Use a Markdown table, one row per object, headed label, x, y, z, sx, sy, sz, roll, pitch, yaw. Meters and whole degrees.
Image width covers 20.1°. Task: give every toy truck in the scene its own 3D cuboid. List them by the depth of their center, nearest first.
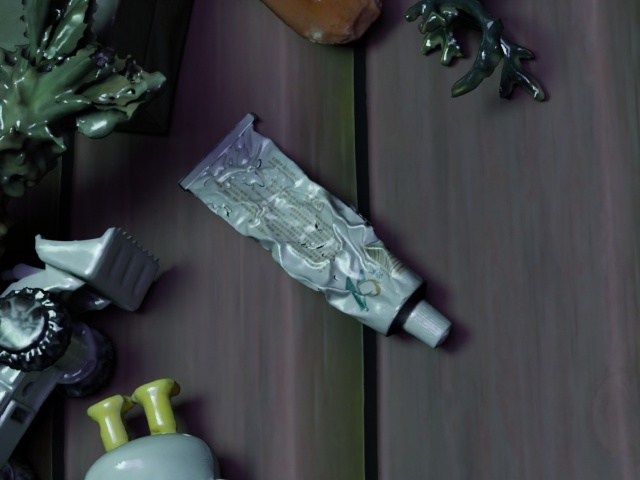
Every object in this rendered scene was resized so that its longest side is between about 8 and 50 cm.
| label | x | y | z | sx | sy | sz | roll | pitch | yaw |
| --- | --- | --- | --- | --- | --- | --- | --- | --- | --- |
| toy truck | -0.241 | 0.104 | 1.366 | 0.111 | 0.136 | 0.286 | 31 | 83 | 21 |

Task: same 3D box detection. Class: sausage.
| label | x | y | z | sx | sy | sz | roll | pitch | yaw |
| --- | --- | --- | --- | --- | --- | --- | --- | --- | --- |
| sausage | -0.033 | -0.223 | 1.436 | 0.194 | 0.077 | 0.077 | 39 | 87 | 22 |

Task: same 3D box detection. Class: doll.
| label | x | y | z | sx | sy | sz | roll | pitch | yaw |
| --- | --- | --- | --- | --- | --- | --- | --- | --- | --- |
| doll | -0.105 | 0.245 | 1.307 | 0.138 | 0.119 | 0.293 | -24 | 64 | 16 |

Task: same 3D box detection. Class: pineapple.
| label | x | y | z | sx | sy | sz | roll | pitch | yaw |
| --- | --- | --- | --- | --- | --- | --- | --- | --- | --- |
| pineapple | -0.267 | -0.039 | 1.322 | 0.361 | 0.175 | 0.175 | -32 | 69 | 17 |

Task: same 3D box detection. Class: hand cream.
| label | x | y | z | sx | sy | sz | roll | pitch | yaw |
| --- | --- | --- | --- | --- | --- | --- | --- | --- | --- |
| hand cream | -0.001 | -0.001 | 1.380 | 0.257 | 0.050 | 0.084 | 41 | 91 | 24 |

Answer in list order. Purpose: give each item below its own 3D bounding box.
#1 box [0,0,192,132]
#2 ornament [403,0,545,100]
| label | x | y | z | sx | sy | sz | roll | pitch | yaw |
| --- | --- | --- | --- | --- | --- | --- | --- | --- | --- |
| box | -0.235 | -0.184 | 1.437 | 0.231 | 0.155 | 0.149 | 4 | 73 | 17 |
| ornament | 0.157 | -0.219 | 1.384 | 0.202 | 0.080 | 0.236 | -3 | 72 | 17 |
